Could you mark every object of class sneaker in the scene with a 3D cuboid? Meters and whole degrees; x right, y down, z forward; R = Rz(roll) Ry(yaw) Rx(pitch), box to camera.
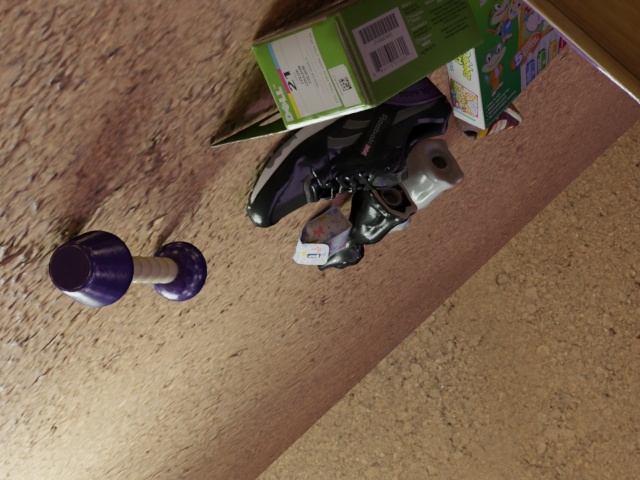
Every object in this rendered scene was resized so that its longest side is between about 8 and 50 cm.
[{"bbox_3d":[0.269,-0.203,2.068,0.084,0.069,0.185,-40,162,17],"label":"sneaker"},{"bbox_3d":[0.039,-0.100,1.548,0.283,0.124,0.107,-44,166,-7],"label":"sneaker"}]

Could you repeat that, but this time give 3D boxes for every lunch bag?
[{"bbox_3d":[0.000,0.000,1.879,0.083,0.053,0.071,-29,160,-22],"label":"lunch bag"}]

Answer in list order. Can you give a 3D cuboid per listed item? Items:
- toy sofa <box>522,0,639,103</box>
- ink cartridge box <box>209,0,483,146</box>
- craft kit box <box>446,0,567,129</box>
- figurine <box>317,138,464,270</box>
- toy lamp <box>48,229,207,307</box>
[{"bbox_3d":[0.257,-0.269,1.207,0.150,0.362,0.177,-50,161,15],"label":"toy sofa"},{"bbox_3d":[0.006,-0.187,1.305,0.255,0.097,0.189,-9,-162,47],"label":"ink cartridge box"},{"bbox_3d":[0.239,-0.298,1.506,0.250,0.061,0.246,-46,144,-20],"label":"craft kit box"},{"bbox_3d":[0.103,-0.048,2.002,0.215,0.092,0.209,-34,170,-42],"label":"figurine"},{"bbox_3d":[-0.200,0.032,1.333,0.080,0.080,0.275,-47,165,8],"label":"toy lamp"}]
